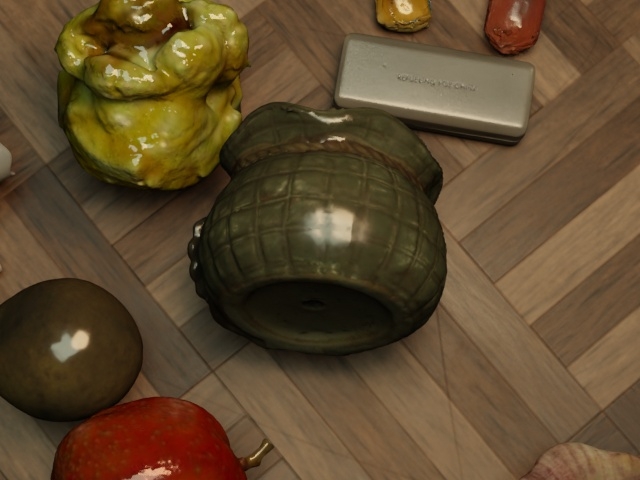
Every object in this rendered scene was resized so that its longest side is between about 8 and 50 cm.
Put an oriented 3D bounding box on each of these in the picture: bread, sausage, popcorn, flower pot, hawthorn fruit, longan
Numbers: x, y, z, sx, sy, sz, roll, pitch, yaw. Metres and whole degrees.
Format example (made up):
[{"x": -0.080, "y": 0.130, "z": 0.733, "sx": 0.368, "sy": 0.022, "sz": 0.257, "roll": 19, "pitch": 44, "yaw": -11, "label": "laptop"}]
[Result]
[{"x": 0.105, "y": -0.317, "z": 1.722, "sx": 0.072, "sy": 0.053, "sz": 0.106, "roll": 1, "pitch": 71, "yaw": -5, "label": "bread"}, {"x": 0.249, "y": -0.303, "z": 1.713, "sx": 0.076, "sy": 0.076, "sz": 0.141, "roll": 15, "pitch": 77, "yaw": 2, "label": "sausage"}, {"x": -0.197, "y": -0.184, "z": 1.581, "sx": 0.225, "sy": 0.276, "sz": 0.276, "roll": -7, "pitch": 77, "yaw": -8, "label": "popcorn"}, {"x": 0.000, "y": 0.000, "z": 1.538, "sx": 0.302, "sy": 0.302, "sz": 0.213, "roll": 7, "pitch": 63, "yaw": 0, "label": "flower pot"}, {"x": -0.171, "y": 0.269, "z": 1.502, "sx": 0.253, "sy": 0.205, "sz": 0.205, "roll": -12, "pitch": 77, "yaw": -7, "label": "hawthorn fruit"}, {"x": -0.298, "y": 0.125, "z": 1.553, "sx": 0.187, "sy": 0.167, "sz": 0.167, "roll": -6, "pitch": 76, "yaw": 20, "label": "longan"}]

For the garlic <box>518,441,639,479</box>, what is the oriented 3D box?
[{"x": 0.314, "y": 0.348, "z": 1.473, "sx": 0.245, "sy": 0.253, "sz": 0.245, "roll": 1, "pitch": 85, "yaw": -6, "label": "garlic"}]

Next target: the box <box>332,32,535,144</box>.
[{"x": 0.141, "y": -0.189, "z": 1.691, "sx": 0.243, "sy": 0.055, "sz": 0.103, "roll": 10, "pitch": 77, "yaw": 0, "label": "box"}]

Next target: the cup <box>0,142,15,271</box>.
[{"x": -0.463, "y": -0.086, "z": 1.603, "sx": 0.173, "sy": 0.167, "sz": 0.300, "roll": -32, "pitch": 106, "yaw": -18, "label": "cup"}]
